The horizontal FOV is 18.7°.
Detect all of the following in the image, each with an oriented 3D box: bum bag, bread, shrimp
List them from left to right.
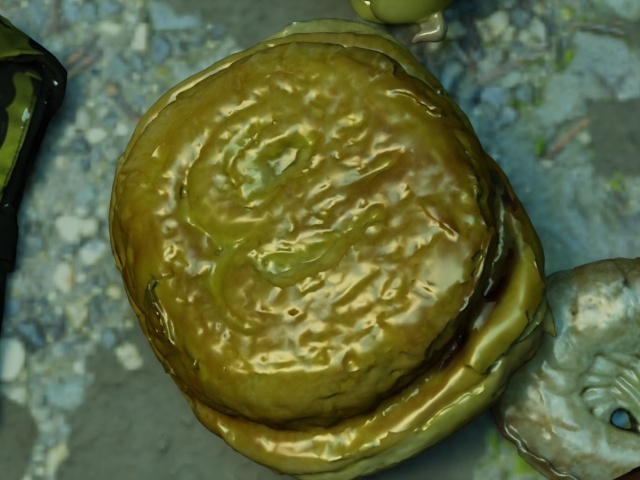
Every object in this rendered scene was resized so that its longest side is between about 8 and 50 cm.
[{"bbox_3d":[-0.204,-0.015,1.041,0.107,0.060,0.232,10,77,-1],"label":"bum bag"},{"bbox_3d":[-0.003,0.001,0.982,0.198,0.120,0.236,-33,67,5],"label":"bread"},{"bbox_3d":[0.195,0.064,0.987,0.223,0.047,0.126,-10,80,8],"label":"shrimp"}]

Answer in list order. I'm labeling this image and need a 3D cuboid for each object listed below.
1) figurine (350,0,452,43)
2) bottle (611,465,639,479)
[{"bbox_3d":[0.076,-0.185,1.034,0.235,0.127,0.155,28,59,10],"label":"figurine"},{"bbox_3d":[0.207,0.155,0.908,0.336,0.144,0.144,-28,73,-2],"label":"bottle"}]
